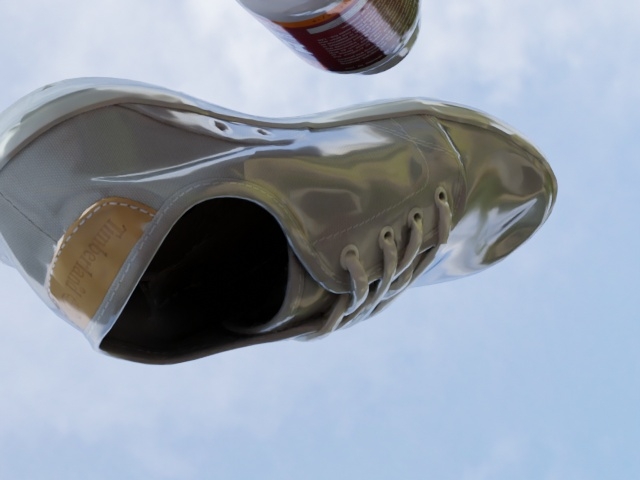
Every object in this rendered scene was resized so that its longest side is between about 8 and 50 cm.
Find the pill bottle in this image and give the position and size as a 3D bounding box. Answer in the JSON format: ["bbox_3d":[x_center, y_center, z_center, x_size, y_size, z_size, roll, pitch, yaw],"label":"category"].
[{"bbox_3d":[0.006,-0.139,0.815,0.152,0.086,0.086,29,-120,-70],"label":"pill bottle"}]

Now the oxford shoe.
[{"bbox_3d":[0.000,0.000,0.891,0.449,0.169,0.130,1,-140,-48],"label":"oxford shoe"}]
